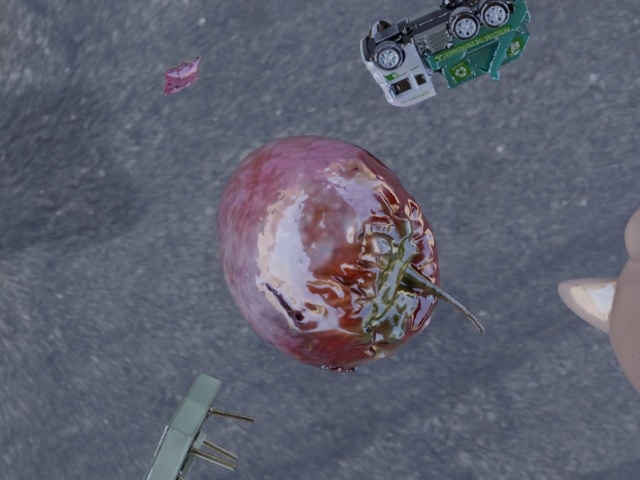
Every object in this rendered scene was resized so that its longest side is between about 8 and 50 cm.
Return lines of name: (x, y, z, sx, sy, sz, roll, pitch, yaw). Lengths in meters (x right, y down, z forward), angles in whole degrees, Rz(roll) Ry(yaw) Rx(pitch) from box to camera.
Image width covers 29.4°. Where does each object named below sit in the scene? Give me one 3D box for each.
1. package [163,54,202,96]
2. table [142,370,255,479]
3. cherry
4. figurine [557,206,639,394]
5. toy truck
package: (-0.193, -0.231, 1.708, 0.059, 0.083, 0.029, -29, 79, -16)
table: (-0.170, 0.296, 1.749, 0.111, 0.240, 0.121, 25, 103, -1)
cherry: (0.000, 0.000, 1.032, 0.175, 0.249, 0.192, -49, 133, 11)
figurine: (0.200, 0.034, 0.583, 0.138, 0.125, 0.125, 18, 84, -16)
toy truck: (0.167, -0.250, 1.565, 0.216, 0.110, 0.116, -23, 121, 11)
